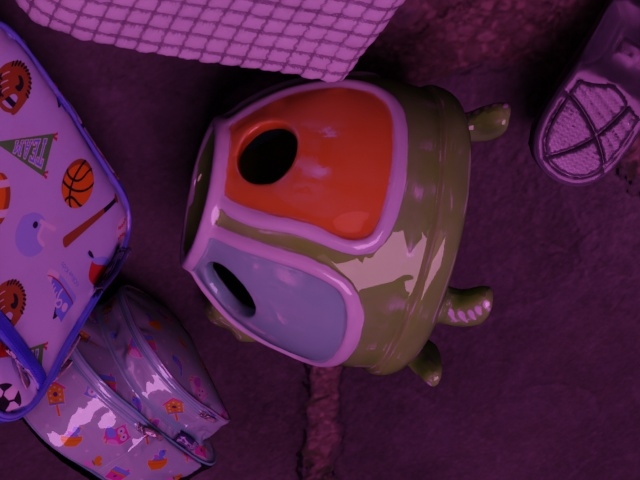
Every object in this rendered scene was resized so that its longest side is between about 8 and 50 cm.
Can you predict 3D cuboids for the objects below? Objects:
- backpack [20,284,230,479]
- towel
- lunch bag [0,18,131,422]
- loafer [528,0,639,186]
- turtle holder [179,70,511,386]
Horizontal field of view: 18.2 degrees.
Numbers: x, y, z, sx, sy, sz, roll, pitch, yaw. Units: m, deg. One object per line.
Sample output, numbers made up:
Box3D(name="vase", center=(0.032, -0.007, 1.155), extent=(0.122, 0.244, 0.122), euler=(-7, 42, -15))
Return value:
Box3D(name="backpack", center=(-0.179, 0.123, 1.700), extent=(0.144, 0.166, 0.188), euler=(-44, 133, 16))
Box3D(name="towel", center=(-0.058, -0.241, 1.426), extent=(0.284, 0.121, 0.235), euler=(7, 147, -24))
Box3D(name="lunch bag", center=(-0.270, -0.009, 1.504), extent=(0.115, 0.243, 0.303), euler=(8, 146, 33))
Box3D(name="loafer", center=(0.274, -0.182, 1.676), extent=(0.109, 0.095, 0.302), euler=(37, 95, -14))
Box3D(name="turtle holder", center=(0.004, -0.018, 1.635), extent=(0.227, 0.320, 0.243), euler=(10, 91, -11))
